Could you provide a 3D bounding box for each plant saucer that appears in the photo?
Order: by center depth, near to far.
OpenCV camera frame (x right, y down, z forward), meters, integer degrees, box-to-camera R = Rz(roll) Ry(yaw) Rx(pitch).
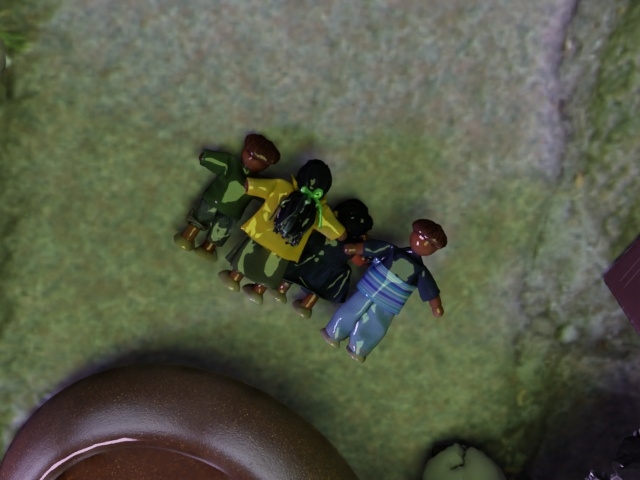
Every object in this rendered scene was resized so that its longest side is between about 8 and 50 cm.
[{"bbox_3d":[-0.100,0.238,1.304,0.310,0.050,0.311,5,107,18],"label":"plant saucer"}]

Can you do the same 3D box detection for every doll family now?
[{"bbox_3d":[0.000,0.000,1.276,0.193,0.076,0.111,30,103,-26],"label":"doll family"}]

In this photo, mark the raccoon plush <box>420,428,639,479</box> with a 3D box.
[{"bbox_3d":[0.178,0.322,1.271,0.299,0.446,0.216,-28,137,16],"label":"raccoon plush"}]

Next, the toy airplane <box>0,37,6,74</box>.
[{"bbox_3d":[-0.370,-0.181,0.895,0.386,0.384,0.272,29,80,-33],"label":"toy airplane"}]

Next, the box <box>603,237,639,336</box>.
[{"bbox_3d":[0.328,0.053,1.281,0.168,0.203,0.167,37,105,-22],"label":"box"}]
